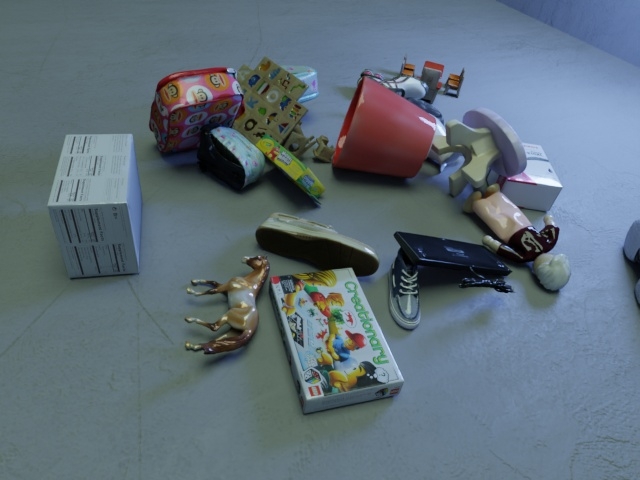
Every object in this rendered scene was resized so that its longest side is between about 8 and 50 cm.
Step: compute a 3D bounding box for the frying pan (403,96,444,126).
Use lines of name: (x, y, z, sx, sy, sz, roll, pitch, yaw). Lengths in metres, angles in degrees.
frying pan: (0.308, -0.493, 1.785, 0.327, 0.053, 0.197, 28, 34, 1)

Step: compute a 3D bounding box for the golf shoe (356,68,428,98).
golf shoe: (0.271, -0.568, 1.883, 0.273, 0.105, 0.120, 10, 57, 9)

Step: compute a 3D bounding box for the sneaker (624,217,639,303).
sneaker: (0.923, 0.081, 1.241, 0.211, 0.137, 0.365, 15, 38, 9)

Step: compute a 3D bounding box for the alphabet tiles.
alphabet tiles: (-0.195, -0.411, 1.513, 0.285, 0.011, 0.342, -50, 58, 5)

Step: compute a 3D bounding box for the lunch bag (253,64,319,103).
lunch bag: (-0.162, -0.520, 1.670, 0.224, 0.107, 0.279, -31, 35, -32)

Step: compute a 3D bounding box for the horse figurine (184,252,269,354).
horse figurine: (-0.187, 0.137, 1.011, 0.175, 0.066, 0.263, -3, 41, -6)

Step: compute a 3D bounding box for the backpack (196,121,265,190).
backpack: (-0.245, -0.228, 1.351, 0.182, 0.151, 0.115, 39, 54, 14)

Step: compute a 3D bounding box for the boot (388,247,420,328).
boot: (0.192, 0.101, 1.109, 0.069, 0.086, 0.189, 3, 42, -8)

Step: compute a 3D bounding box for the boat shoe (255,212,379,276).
boat shoe: (0.000, 0.000, 1.173, 0.303, 0.109, 0.098, 15, 43, 13)

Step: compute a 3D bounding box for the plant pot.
plant pot: (0.192, -0.313, 1.462, 0.244, 0.274, 0.274, 18, 41, -7)

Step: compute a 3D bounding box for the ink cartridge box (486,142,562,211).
ink cartridge box: (0.618, -0.209, 1.532, 0.172, 0.100, 0.237, 8, 42, -3)

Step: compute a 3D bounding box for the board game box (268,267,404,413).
board game box: (0.020, 0.187, 1.003, 0.193, 0.053, 0.305, -6, 44, -18)

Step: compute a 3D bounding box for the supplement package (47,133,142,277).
supplement package: (-0.483, -0.082, 1.088, 0.145, 0.203, 0.261, -4, 43, -14)

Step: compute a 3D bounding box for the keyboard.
keyboard: (0.334, 0.058, 1.160, 0.318, 0.033, 0.201, 7, 31, -31)

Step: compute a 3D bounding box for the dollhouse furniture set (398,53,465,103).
dollhouse furniture set: (0.450, -0.671, 1.987, 0.262, 0.135, 0.259, 16, 42, 6)

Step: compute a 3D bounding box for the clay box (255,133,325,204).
clay box: (-0.074, -0.194, 1.355, 0.053, 0.127, 0.222, -48, 59, -1)

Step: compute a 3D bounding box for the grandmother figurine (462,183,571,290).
grandmother figurine: (0.536, -0.010, 1.305, 0.208, 0.104, 0.342, -27, 51, 0)

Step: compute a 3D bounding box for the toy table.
toy table: (0.437, -0.256, 1.408, 0.161, 0.252, 0.274, -24, 32, -6)

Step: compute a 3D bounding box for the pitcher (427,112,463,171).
pitcher: (0.380, -0.333, 1.615, 0.178, 0.125, 0.207, -23, 61, -39)

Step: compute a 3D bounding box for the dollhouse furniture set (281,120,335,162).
dollhouse furniture set: (-0.060, -0.317, 1.549, 0.161, 0.101, 0.181, 18, 35, -30)

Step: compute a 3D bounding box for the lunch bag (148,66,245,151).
lunch bag: (-0.329, -0.358, 1.370, 0.258, 0.293, 0.120, -20, 83, -29)
